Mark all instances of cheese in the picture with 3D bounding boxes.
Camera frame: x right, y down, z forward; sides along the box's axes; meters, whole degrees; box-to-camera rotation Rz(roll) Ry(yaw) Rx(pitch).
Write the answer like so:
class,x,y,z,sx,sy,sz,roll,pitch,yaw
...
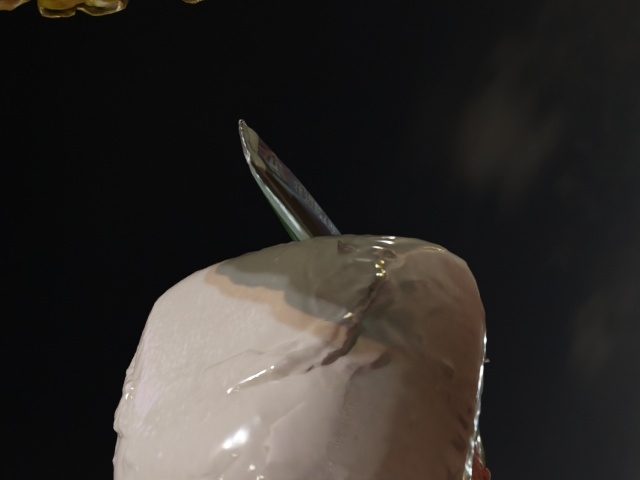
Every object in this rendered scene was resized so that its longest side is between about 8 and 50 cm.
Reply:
class,x,y,z,sx,sy,sz,roll,pitch,yaw
cheese,-0.014,0.100,0.437,0.154,0.198,0.189,50,-141,-28

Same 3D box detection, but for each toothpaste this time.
class,x,y,z,sx,sy,sz,roll,pitch,yaw
toothpaste,0.000,0.000,1.166,0.392,0.061,0.099,54,-168,-38

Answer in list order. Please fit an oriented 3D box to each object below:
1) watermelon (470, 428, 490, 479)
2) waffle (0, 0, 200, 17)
class,x,y,z,sx,sy,sz,roll,pitch,yaw
watermelon,0.098,0.374,1.265,0.222,0.292,0.319,62,-164,-11
waffle,-0.112,-0.157,0.334,0.325,0.301,0.068,134,126,-83
